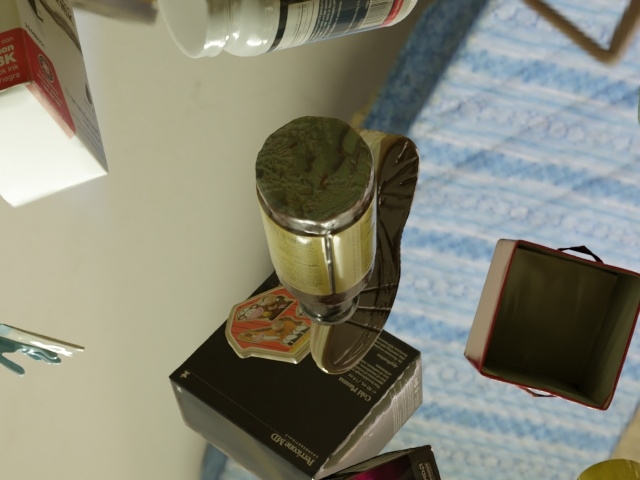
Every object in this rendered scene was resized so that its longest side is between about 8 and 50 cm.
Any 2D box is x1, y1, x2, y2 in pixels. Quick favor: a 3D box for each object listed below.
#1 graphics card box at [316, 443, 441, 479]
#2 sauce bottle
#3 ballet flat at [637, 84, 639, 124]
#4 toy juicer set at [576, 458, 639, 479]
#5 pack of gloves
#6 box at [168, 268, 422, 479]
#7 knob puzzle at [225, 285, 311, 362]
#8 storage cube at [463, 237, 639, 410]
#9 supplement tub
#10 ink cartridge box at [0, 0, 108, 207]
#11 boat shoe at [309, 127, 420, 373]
[{"bbox_3d":[0.027,0.410,1.434,0.094,0.233,0.371,-22,171,42],"label":"graphics card box"},{"bbox_3d":[0.000,0.000,1.157,0.111,0.111,0.344,16,158,7],"label":"sauce bottle"},{"bbox_3d":[0.444,-0.089,1.345,0.083,0.247,0.087,-23,153,-5],"label":"ballet flat"},{"bbox_3d":[0.367,0.309,1.103,0.209,0.329,0.089,-13,-143,10],"label":"toy juicer set"},{"bbox_3d":[-0.440,0.134,1.520,0.232,0.046,0.195,19,164,-18],"label":"pack of gloves"},{"bbox_3d":[-0.041,0.272,2.131,0.343,0.312,0.179,31,149,27],"label":"box"},{"bbox_3d":[-0.059,0.104,1.699,0.213,0.030,0.213,-15,-153,8],"label":"knob puzzle"},{"bbox_3d":[0.320,0.108,1.620,0.184,0.215,0.193,16,-179,0],"label":"storage cube"},{"bbox_3d":[-0.037,-0.316,1.328,0.272,0.191,0.191,-16,-162,-23],"label":"supplement tub"},{"bbox_3d":[-0.321,-0.203,1.173,0.114,0.273,0.197,-20,155,4],"label":"ink cartridge box"},{"bbox_3d":[0.036,0.012,1.438,0.098,0.302,0.109,17,-175,40],"label":"boat shoe"}]
